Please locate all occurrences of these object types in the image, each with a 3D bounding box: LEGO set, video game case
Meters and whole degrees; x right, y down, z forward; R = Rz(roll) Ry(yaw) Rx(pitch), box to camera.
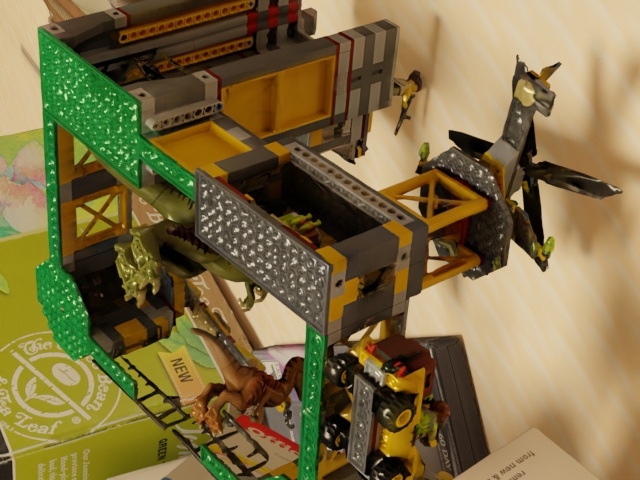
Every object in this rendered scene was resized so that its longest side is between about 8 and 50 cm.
[{"bbox_3d":[0.000,0.000,0.723,0.331,0.192,0.255,29,130,45],"label":"LEGO set"},{"bbox_3d":[0.036,0.162,0.909,0.274,0.026,0.196,-12,91,66],"label":"video game case"}]

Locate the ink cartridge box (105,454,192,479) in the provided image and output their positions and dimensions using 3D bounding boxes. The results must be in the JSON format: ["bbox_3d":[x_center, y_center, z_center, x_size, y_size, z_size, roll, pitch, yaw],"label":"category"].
[{"bbox_3d":[-0.076,0.358,1.033,0.207,0.119,0.354,40,133,45],"label":"ink cartridge box"}]

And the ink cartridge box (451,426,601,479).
[{"bbox_3d":[0.131,0.227,0.598,0.237,0.100,0.172,39,138,32],"label":"ink cartridge box"}]

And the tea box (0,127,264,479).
[{"bbox_3d":[-0.260,0.102,1.139,0.329,0.323,0.220,56,149,35],"label":"tea box"}]

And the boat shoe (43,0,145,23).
[{"bbox_3d":[-0.153,-0.173,1.026,0.324,0.123,0.116,50,146,47],"label":"boat shoe"}]

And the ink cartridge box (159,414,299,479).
[{"bbox_3d":[-0.024,0.175,0.775,0.134,0.231,0.078,28,103,8],"label":"ink cartridge box"}]
